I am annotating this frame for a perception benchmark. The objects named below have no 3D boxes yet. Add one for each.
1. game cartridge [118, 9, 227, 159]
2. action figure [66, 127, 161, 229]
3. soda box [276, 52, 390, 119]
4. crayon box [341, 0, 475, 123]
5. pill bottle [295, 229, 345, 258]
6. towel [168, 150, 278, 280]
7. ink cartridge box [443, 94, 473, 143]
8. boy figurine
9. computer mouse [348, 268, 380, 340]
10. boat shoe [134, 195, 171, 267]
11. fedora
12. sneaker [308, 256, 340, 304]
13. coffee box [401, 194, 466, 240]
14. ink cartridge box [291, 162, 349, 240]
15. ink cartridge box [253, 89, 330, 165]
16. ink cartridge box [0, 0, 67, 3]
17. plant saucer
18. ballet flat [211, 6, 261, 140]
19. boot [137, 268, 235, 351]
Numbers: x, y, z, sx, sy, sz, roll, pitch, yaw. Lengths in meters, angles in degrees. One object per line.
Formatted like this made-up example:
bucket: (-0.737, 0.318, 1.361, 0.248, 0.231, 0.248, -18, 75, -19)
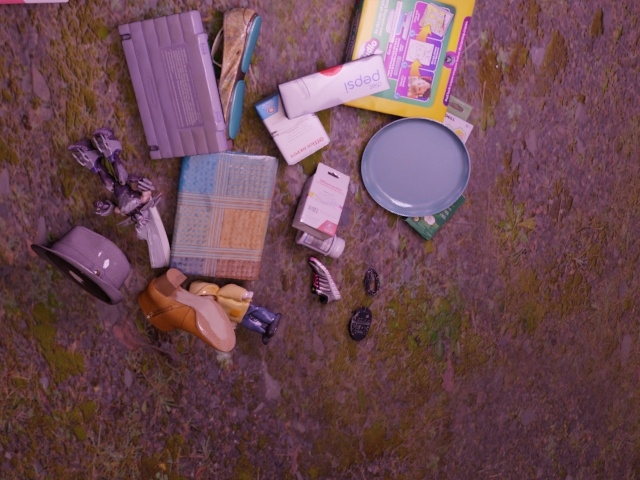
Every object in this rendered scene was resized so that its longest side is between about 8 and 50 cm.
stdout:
game cartridge: (-0.375, -0.395, 1.572, 0.230, 0.068, 0.355, -4, 109, 16)
action figure: (-0.541, -0.150, 1.610, 0.185, 0.099, 0.285, -31, 94, 14)
soda box: (0.033, -0.410, 1.605, 0.286, 0.091, 0.098, -17, 107, -2)
crayon box: (0.233, -0.538, 1.707, 0.313, 0.106, 0.363, 9, 105, -15)
pill bottle: (0.000, 0.000, 1.825, 0.137, 0.078, 0.078, 26, 99, -20)
towel: (-0.279, -0.075, 1.729, 0.271, 0.040, 0.370, 7, 99, -19)
ink cartridge box: (0.387, -0.328, 1.830, 0.109, 0.062, 0.209, 22, 99, -18)
boy figurine: (-0.256, 0.196, 1.792, 0.285, 0.092, 0.177, 29, 133, -11)
computer mouse: (0.141, 0.207, 1.949, 0.071, 0.041, 0.242, 13, 96, -16)
boat shoe: (-0.479, -0.023, 1.700, 0.081, 0.079, 0.227, -16, 113, -13)
fedora: (-0.625, 0.052, 1.637, 0.275, 0.244, 0.124, 42, 64, -19)
sneaker: (-0.002, 0.131, 1.871, 0.075, 0.063, 0.170, -33, 116, -9)
coffee box: (0.358, -0.101, 1.902, 0.113, 0.040, 0.184, 39, 95, -20)
ink cartridge box: (0.004, -0.115, 1.773, 0.115, 0.067, 0.198, 25, 69, -20)
ink cartridge box: (-0.081, -0.331, 1.704, 0.139, 0.082, 0.190, -31, 112, -3)
ink cartridge box: (-0.702, -0.699, 1.370, 0.207, 0.117, 0.283, -5, 131, -10)
plant saucer: (0.281, -0.218, 1.791, 0.317, 0.044, 0.317, 5, 121, 9)
ballet flat: (-0.248, -0.448, 1.623, 0.123, 0.123, 0.348, 10, 104, -16)
boot: (-0.387, 0.227, 1.729, 0.295, 0.104, 0.211, 50, 133, -1)
